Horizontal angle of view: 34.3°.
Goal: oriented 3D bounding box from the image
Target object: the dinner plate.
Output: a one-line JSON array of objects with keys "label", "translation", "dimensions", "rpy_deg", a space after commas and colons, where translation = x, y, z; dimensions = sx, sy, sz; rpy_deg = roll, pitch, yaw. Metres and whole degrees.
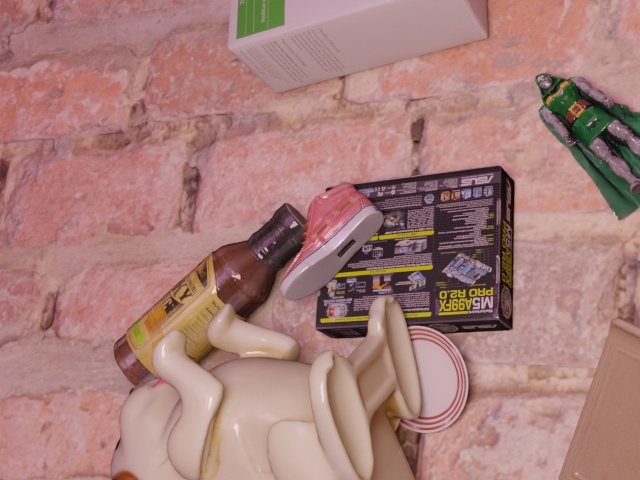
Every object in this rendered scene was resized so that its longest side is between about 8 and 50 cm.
[{"label": "dinner plate", "translation": [0.134, 0.182, 1.364], "dimensions": [0.141, 0.017, 0.141], "rpy_deg": [2, 93, 34]}]

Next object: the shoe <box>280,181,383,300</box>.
[{"label": "shoe", "translation": [0.000, 0.000, 1.434], "dimensions": [0.178, 0.063, 0.081], "rpy_deg": [-43, 55, 2]}]

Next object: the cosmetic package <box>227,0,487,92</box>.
[{"label": "cosmetic package", "translation": [0.056, -0.375, 1.561], "dimensions": [0.365, 0.155, 0.197], "rpy_deg": [-13, 63, 26]}]

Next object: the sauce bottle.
[{"label": "sauce bottle", "translation": [-0.152, 0.082, 1.527], "dimensions": [0.344, 0.111, 0.111], "rpy_deg": [-42, 57, 7]}]

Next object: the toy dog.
[{"label": "toy dog", "translation": [-0.084, 0.268, 1.349], "dimensions": [0.407, 0.284, 0.396], "rpy_deg": [-9, 111, 25]}]

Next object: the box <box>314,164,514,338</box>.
[{"label": "box", "translation": [0.128, 0.020, 1.425], "dimensions": [0.270, 0.060, 0.216], "rpy_deg": [-6, 69, 27]}]

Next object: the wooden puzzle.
[{"label": "wooden puzzle", "translation": [0.388, 0.231, 1.147], "dimensions": [0.221, 0.044, 0.239], "rpy_deg": [29, 116, 43]}]

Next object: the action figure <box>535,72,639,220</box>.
[{"label": "action figure", "translation": [0.360, -0.151, 1.366], "dimensions": [0.137, 0.063, 0.232], "rpy_deg": [-46, 53, 10]}]
